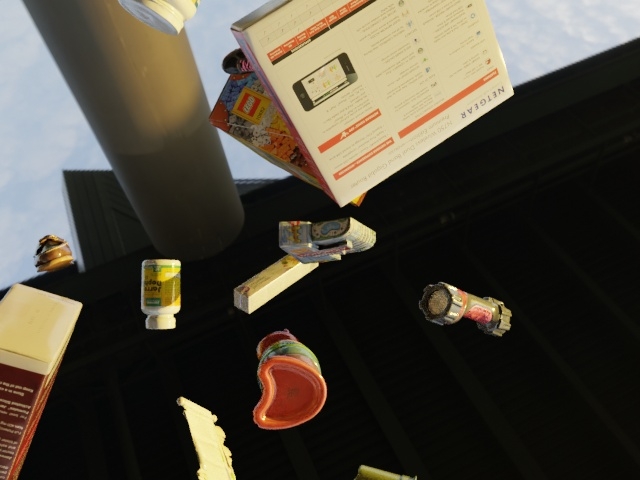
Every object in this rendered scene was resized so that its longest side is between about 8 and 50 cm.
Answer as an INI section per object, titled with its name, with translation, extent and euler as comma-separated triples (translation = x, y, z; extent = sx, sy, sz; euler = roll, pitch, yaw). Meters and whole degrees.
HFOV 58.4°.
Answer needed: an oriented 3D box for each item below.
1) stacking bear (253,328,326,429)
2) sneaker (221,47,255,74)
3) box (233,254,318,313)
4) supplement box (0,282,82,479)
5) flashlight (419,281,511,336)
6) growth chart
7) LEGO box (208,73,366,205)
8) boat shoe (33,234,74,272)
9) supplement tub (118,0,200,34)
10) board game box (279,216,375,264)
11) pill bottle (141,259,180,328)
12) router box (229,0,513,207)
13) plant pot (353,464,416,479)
[stacking bear]
translation = -0.089, 0.315, 1.420
extent = 0.164, 0.175, 0.289
euler = 6, -168, -12
[sneaker]
translation = -0.114, -0.310, 0.997
extent = 0.120, 0.047, 0.057
euler = -9, -149, -1
[box]
translation = -0.128, 0.110, 1.749
extent = 0.063, 0.067, 0.324
euler = 25, -140, 31
[supplement box]
translation = -0.315, 0.177, 0.553
extent = 0.073, 0.239, 0.130
euler = 21, -168, -16
[flashlight]
translation = 0.383, 0.188, 1.475
extent = 0.103, 0.304, 0.103
euler = -51, -138, 19
[growth chart]
translation = -0.218, 0.418, 1.137
extent = 0.021, 0.172, 0.237
euler = -32, -136, 0
[LEGO box]
translation = -0.048, -0.300, 1.743
extent = 0.373, 0.500, 0.193
euler = 29, -88, 16
[boat shoe]
translation = -0.545, 0.025, 1.161
extent = 0.073, 0.207, 0.073
euler = -21, -85, -23
[supplement tub]
translation = -0.284, -0.512, 1.088
extent = 0.144, 0.144, 0.199
euler = 24, -92, 24
[board game box]
translation = 0.000, 0.000, 1.280
extent = 0.194, 0.194, 0.060
euler = -9, -105, 26
[pill bottle]
translation = -0.493, 0.166, 1.769
extent = 0.118, 0.117, 0.208
euler = -1, -95, 7
[router box]
translation = 0.088, -0.263, 0.849
extent = 0.336, 0.301, 0.082
euler = -33, -149, -4
[plant pot]
translation = 0.084, 0.356, 0.804
extent = 0.079, 0.083, 0.083
euler = 19, -124, 15
